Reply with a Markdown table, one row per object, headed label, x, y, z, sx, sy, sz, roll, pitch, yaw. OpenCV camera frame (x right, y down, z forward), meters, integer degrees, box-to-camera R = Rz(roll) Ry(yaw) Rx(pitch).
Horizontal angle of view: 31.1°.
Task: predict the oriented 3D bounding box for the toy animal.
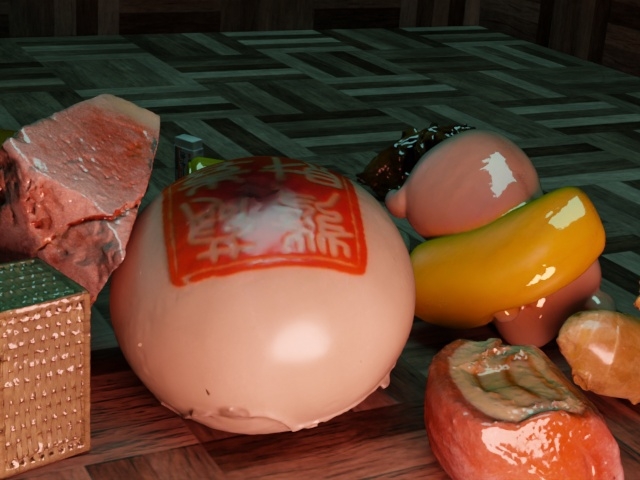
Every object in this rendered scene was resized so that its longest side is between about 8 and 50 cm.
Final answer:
| label | x | y | z | sx | sy | sz | roll | pitch | yaw |
| --- | --- | --- | --- | --- | --- | --- | --- | --- | --- |
| toy animal | 0.249 | 0.027 | 1.646 | 0.345 | 0.277 | 0.247 | 45 | 1 | 43 |

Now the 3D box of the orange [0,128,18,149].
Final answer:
| label | x | y | z | sx | sy | sz | roll | pitch | yaw |
| --- | --- | --- | --- | --- | --- | --- | --- | --- | --- |
| orange | -0.434 | -0.017 | 1.533 | 0.274 | 0.274 | 0.274 | 4 | 20 | -1 |

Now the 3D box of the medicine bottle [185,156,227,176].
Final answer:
| label | x | y | z | sx | sy | sz | roll | pitch | yaw |
| --- | --- | --- | --- | --- | --- | --- | --- | --- | --- |
| medicine bottle | -0.110 | -0.086 | 2.038 | 0.260 | 0.095 | 0.064 | 7 | -9 | -15 |

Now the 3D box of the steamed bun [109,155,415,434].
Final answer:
| label | x | y | z | sx | sy | sz | roll | pitch | yaw |
| --- | --- | --- | --- | --- | --- | --- | --- | --- | --- |
| steamed bun | -0.074 | 0.036 | 1.373 | 0.374 | 0.241 | 0.374 | -5 | 37 | 4 |

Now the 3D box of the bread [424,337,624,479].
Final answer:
| label | x | y | z | sx | sy | sz | roll | pitch | yaw |
| --- | --- | --- | --- | --- | --- | --- | --- | --- | --- |
| bread | 0.206 | 0.199 | 1.274 | 0.190 | 0.123 | 0.244 | -4 | 20 | -16 |

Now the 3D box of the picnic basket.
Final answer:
| label | x | y | z | sx | sy | sz | roll | pitch | yaw |
| --- | --- | --- | --- | --- | --- | --- | --- | --- | --- |
| picnic basket | -0.342 | 0.136 | 1.231 | 0.154 | 0.196 | 0.134 | -12 | 26 | -36 |

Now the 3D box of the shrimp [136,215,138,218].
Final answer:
| label | x | y | z | sx | sy | sz | roll | pitch | yaw |
| --- | --- | --- | --- | --- | --- | --- | --- | --- | --- |
| shrimp | -0.284 | -0.015 | 1.882 | 0.236 | 0.053 | 0.133 | 10 | 1 | 26 |

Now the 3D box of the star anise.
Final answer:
| label | x | y | z | sx | sy | sz | roll | pitch | yaw |
| --- | --- | --- | --- | --- | --- | --- | --- | --- | --- |
| star anise | 0.209 | -0.128 | 2.142 | 0.237 | 0.148 | 0.346 | -28 | 34 | -18 |

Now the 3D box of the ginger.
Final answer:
| label | x | y | z | sx | sy | sz | roll | pitch | yaw |
| --- | --- | --- | --- | --- | --- | --- | --- | --- | --- |
| ginger | 0.494 | 0.105 | 1.519 | 0.122 | 0.348 | 0.363 | -19 | 36 | 53 |

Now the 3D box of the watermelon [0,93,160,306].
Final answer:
| label | x | y | z | sx | sy | sz | roll | pitch | yaw |
| --- | --- | --- | --- | --- | --- | --- | --- | --- | --- |
| watermelon | -0.283 | -0.024 | 1.355 | 0.193 | 0.310 | 0.232 | 40 | -1 | 6 |

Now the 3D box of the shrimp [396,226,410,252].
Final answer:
| label | x | y | z | sx | sy | sz | roll | pitch | yaw |
| --- | --- | --- | --- | --- | --- | --- | --- | --- | --- |
| shrimp | 0.000 | 0.000 | 1.841 | 0.317 | 0.077 | 0.168 | -3 | 24 | -26 |

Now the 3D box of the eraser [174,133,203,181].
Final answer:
| label | x | y | z | sx | sy | sz | roll | pitch | yaw |
| --- | --- | --- | --- | --- | --- | --- | --- | --- | --- |
| eraser | -0.235 | -0.126 | 2.063 | 0.052 | 0.122 | 0.029 | 19 | 28 | 37 |
